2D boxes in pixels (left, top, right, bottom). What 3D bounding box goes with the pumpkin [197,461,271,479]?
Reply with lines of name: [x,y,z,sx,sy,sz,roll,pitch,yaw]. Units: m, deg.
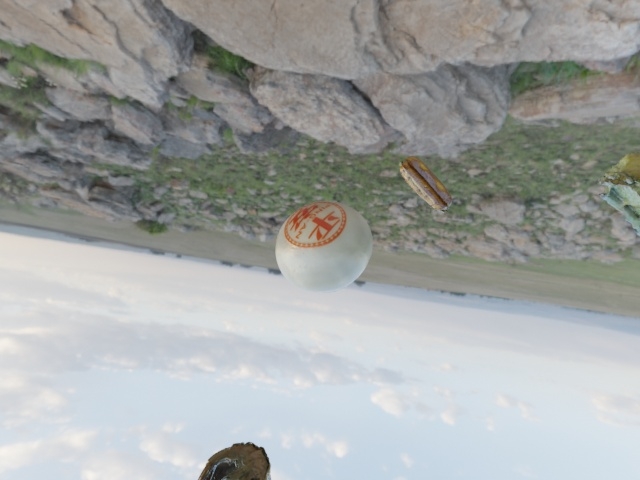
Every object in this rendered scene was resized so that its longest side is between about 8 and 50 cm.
pumpkin: [-0.260,0.752,1.374,0.232,0.163,0.233,-8,155,-4]

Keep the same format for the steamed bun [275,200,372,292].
steamed bun: [0.000,0.000,1.042,0.231,0.232,0.145,6,148,27]

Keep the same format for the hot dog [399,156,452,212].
hot dog: [0.184,-0.096,0.795,0.122,0.049,0.037,50,159,-1]

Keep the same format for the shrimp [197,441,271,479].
shrimp: [-0.224,0.579,1.062,0.173,0.058,0.253,22,-139,30]

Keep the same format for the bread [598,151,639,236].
bread: [0.335,-0.044,0.391,0.156,0.110,0.103,29,-163,-33]
